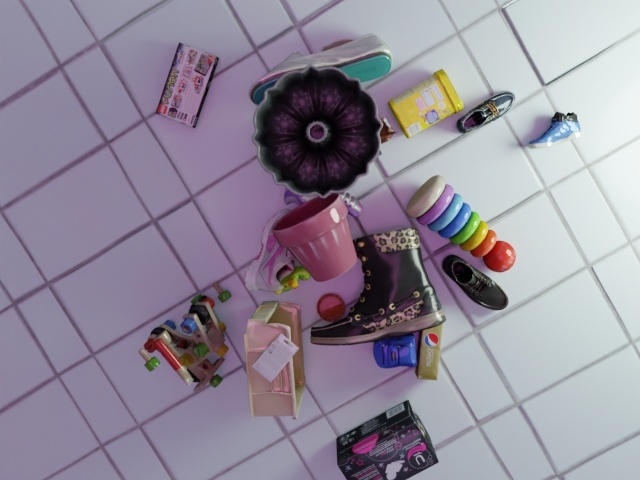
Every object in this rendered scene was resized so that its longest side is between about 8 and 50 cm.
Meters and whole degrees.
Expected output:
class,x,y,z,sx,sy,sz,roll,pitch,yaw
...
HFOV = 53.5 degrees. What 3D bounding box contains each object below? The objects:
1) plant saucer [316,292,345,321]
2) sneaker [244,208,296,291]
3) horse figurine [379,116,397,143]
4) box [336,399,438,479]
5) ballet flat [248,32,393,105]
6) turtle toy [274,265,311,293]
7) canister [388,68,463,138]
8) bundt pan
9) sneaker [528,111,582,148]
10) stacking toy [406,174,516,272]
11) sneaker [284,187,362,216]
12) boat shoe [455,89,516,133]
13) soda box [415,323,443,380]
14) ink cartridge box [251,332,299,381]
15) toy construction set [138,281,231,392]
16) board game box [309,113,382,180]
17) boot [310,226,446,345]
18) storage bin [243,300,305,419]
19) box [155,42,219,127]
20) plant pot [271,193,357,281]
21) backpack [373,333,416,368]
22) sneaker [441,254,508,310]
class,x,y,z,sx,sy,sz,roll,pitch,yaw
plant saucer,0.030,0.193,1.831,0.083,0.013,0.084,0,97,2
sneaker,-0.110,0.036,1.746,0.111,0.103,0.252,17,77,17
horse figurine,0.056,-0.289,1.754,0.263,0.066,0.174,-35,89,4
box,0.184,0.592,1.793,0.247,0.163,0.142,-29,98,5
ballet flat,-0.005,-0.463,1.718,0.400,0.139,0.139,-16,95,0
turtle toy,-0.088,0.103,1.797,0.130,0.066,0.095,-19,62,5
canister,0.285,-0.370,1.733,0.169,0.073,0.126,-29,94,6
bundt pan,-0.005,-0.274,1.635,0.330,0.124,0.331,0,95,4
sneaker,0.632,-0.304,1.732,0.152,0.058,0.085,-16,101,-1
stacking toy,0.398,-0.026,1.744,0.330,0.141,0.141,40,96,-8
sneaker,-0.001,-0.107,1.767,0.236,0.095,0.105,23,102,5
boat shoe,0.457,-0.347,1.723,0.183,0.083,0.065,-32,94,5
soda box,0.309,0.302,1.807,0.058,0.061,0.181,4,96,1
ink cartridge box,-0.110,0.288,1.575,0.063,0.029,0.115,40,97,0
toy construction set,-0.337,0.313,1.728,0.257,0.309,0.237,-35,99,13
board game box,0.056,-0.249,1.710,0.186,0.026,0.126,-25,94,6
boot,0.133,0.133,1.754,0.377,0.138,0.284,-13,85,16
storage bin,-0.118,0.314,1.726,0.123,0.262,0.261,-3,96,4
box,-0.371,-0.431,1.769,0.114,0.036,0.207,21,96,0
plant pot,0.000,0.000,1.657,0.201,0.201,0.180,-27,105,5
backpack,0.209,0.311,1.795,0.120,0.101,0.098,-3,89,6
sneaker,0.433,0.129,1.756,0.222,0.118,0.083,36,96,-2
